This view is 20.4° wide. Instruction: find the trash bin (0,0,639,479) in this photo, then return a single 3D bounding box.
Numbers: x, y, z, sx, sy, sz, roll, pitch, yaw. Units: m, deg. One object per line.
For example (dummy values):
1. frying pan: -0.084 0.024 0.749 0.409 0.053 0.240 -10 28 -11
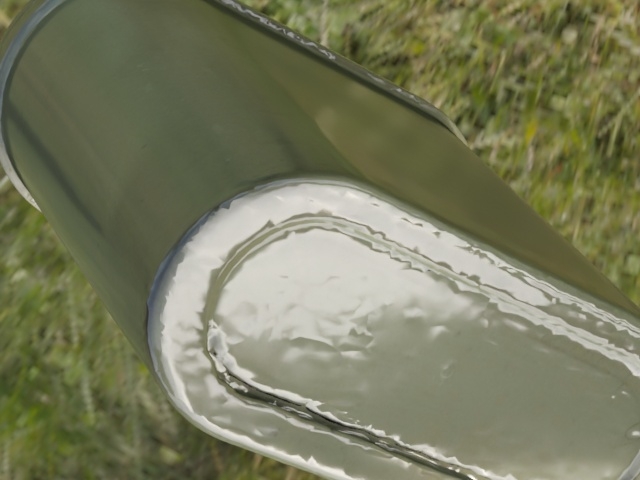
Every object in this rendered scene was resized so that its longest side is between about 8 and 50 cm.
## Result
1. trash bin: 0.000 0.000 0.706 0.243 0.247 0.121 25 101 -28
